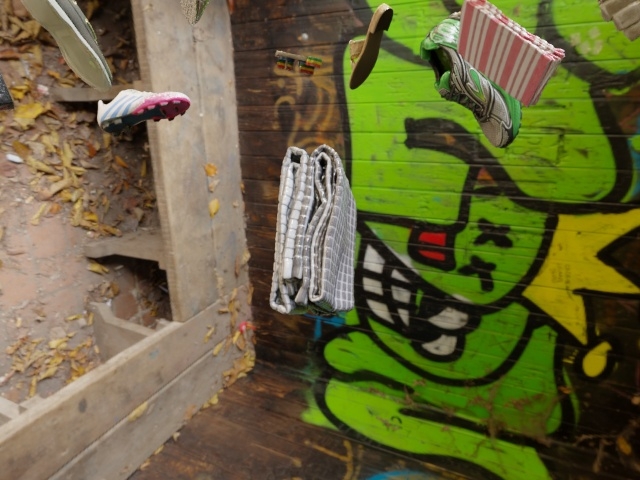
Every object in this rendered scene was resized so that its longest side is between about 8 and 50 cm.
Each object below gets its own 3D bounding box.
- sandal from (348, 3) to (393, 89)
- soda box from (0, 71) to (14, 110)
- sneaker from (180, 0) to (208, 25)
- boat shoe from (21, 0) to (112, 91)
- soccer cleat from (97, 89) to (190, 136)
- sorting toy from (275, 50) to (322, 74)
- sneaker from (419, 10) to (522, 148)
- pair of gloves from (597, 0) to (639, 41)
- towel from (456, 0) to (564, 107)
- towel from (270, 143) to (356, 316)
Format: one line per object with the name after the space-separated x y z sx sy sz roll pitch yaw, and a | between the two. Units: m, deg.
0.121 -0.557 1.147 0.088 0.079 0.240 -26 156 -37 | sandal
-0.908 -0.445 1.109 0.060 0.053 0.169 -24 95 -35 | soda box
-0.415 -0.839 1.393 0.095 0.235 0.090 -39 96 -30 | sneaker
-0.653 -0.546 1.085 0.305 0.109 0.091 73 24 -57 | boat shoe
-0.626 -0.481 1.413 0.116 0.331 0.143 70 4 -76 | soccer cleat
-0.080 -0.564 1.291 0.274 0.132 0.046 -111 -149 -66 | sorting toy
0.361 -0.370 0.999 0.344 0.146 0.134 55 -10 -4 | sneaker
0.407 -0.388 0.480 0.240 0.204 0.042 36 30 -19 | pair of gloves
0.323 -0.334 0.716 0.029 0.197 0.144 -42 163 0 | towel
0.000 0.000 0.751 0.235 0.121 0.284 52 41 -74 | towel
